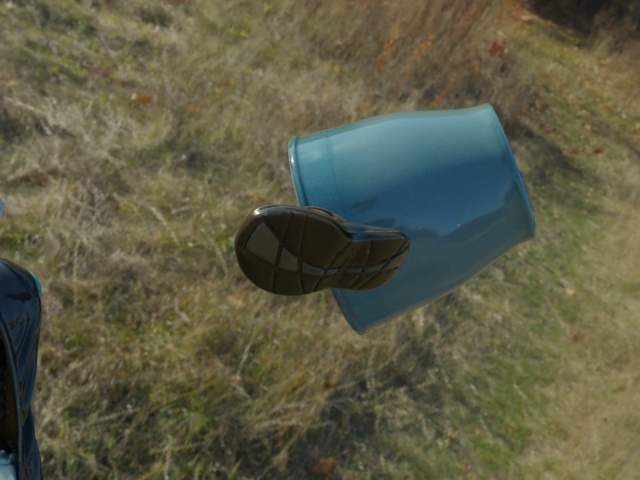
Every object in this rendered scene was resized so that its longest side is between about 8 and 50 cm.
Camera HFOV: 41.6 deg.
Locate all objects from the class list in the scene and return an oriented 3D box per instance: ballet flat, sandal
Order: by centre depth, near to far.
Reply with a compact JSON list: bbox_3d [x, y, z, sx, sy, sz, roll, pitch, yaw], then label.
[{"bbox_3d":[-0.287,0.155,0.698,0.095,0.281,0.096,1,4,14],"label":"ballet flat"},{"bbox_3d":[0.000,0.000,0.777,0.219,0.090,0.060,2,38,-47],"label":"sandal"}]

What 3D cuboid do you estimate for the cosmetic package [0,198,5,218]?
[{"bbox_3d":[-0.576,-0.023,1.183,0.238,0.060,0.099,-1,63,9],"label":"cosmetic package"}]

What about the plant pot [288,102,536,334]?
[{"bbox_3d":[0.126,-0.049,1.078,0.271,0.255,0.272,-20,90,-81],"label":"plant pot"}]
